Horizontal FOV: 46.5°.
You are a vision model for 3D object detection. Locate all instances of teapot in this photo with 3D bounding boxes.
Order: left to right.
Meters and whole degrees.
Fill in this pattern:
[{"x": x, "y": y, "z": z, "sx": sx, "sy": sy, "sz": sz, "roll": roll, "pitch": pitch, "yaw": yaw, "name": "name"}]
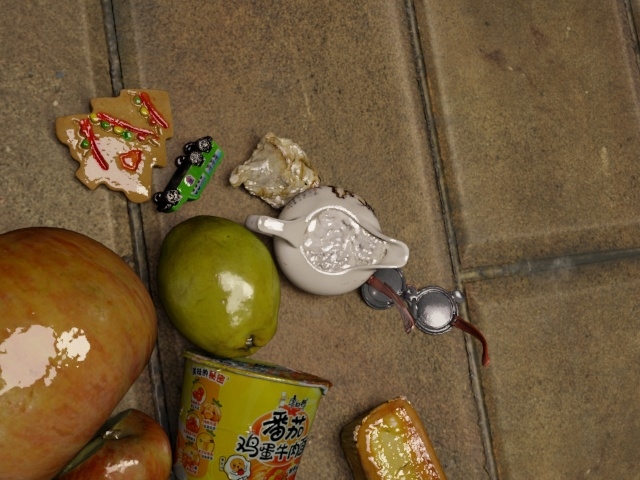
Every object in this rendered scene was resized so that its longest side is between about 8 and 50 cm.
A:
[{"x": 0.000, "y": 0.000, "z": 1.404, "sx": 0.299, "sy": 0.166, "sz": 0.208, "roll": 9, "pitch": 99, "yaw": -23, "name": "teapot"}]

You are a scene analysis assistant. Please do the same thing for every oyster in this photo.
[{"x": -0.083, "y": -0.127, "z": 1.441, "sx": 0.191, "sy": 0.081, "sz": 0.163, "roll": -24, "pitch": 95, "yaw": -21, "name": "oyster"}]

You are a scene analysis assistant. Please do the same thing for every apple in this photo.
[{"x": -0.443, "y": 0.163, "z": 1.066, "sx": 0.333, "sy": 0.400, "sz": 0.400, "roll": 35, "pitch": 69, "yaw": -6, "name": "apple"}, {"x": -0.319, "y": 0.360, "z": 1.181, "sx": 0.160, "sy": 0.195, "sz": 0.173, "roll": 35, "pitch": 107, "yaw": -6, "name": "apple"}]

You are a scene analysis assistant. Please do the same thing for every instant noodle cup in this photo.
[{"x": -0.131, "y": 0.307, "z": 1.256, "sx": 0.264, "sy": 0.264, "sz": 0.200, "roll": 16, "pitch": 84, "yaw": -20, "name": "instant noodle cup"}]

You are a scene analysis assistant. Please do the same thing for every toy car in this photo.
[{"x": -0.243, "y": -0.116, "z": 1.375, "sx": 0.062, "sy": 0.071, "sz": 0.165, "roll": 38, "pitch": 68, "yaw": -28, "name": "toy car"}]

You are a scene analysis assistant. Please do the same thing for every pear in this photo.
[{"x": -0.176, "y": 0.077, "z": 1.291, "sx": 0.212, "sy": 0.212, "sz": 0.269, "roll": -19, "pitch": 63, "yaw": -25, "name": "pear"}]

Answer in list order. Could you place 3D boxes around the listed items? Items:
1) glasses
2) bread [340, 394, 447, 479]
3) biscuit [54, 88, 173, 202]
[{"x": 0.216, "y": 0.129, "z": 1.424, "sx": 0.234, "sy": 0.268, "sz": 0.118, "roll": 28, "pitch": 90, "yaw": -18, "name": "glasses"}, {"x": 0.151, "y": 0.448, "z": 1.415, "sx": 0.152, "sy": 0.119, "sz": 0.288, "roll": -23, "pitch": 90, "yaw": -29, "name": "bread"}, {"x": -0.353, "y": -0.190, "z": 1.356, "sx": 0.212, "sy": 0.041, "sz": 0.239, "roll": 40, "pitch": 69, "yaw": -10, "name": "biscuit"}]
